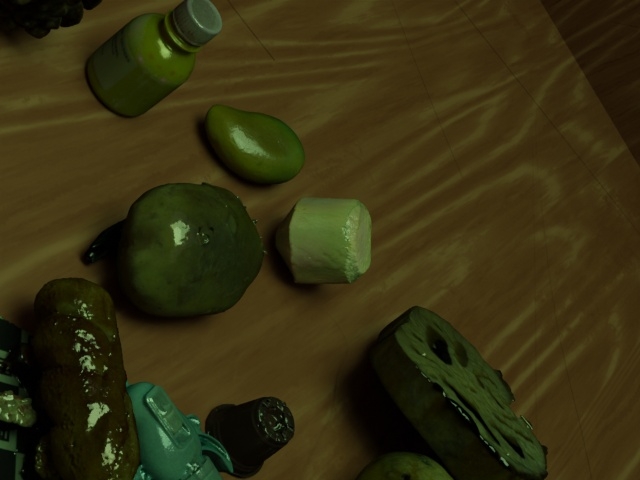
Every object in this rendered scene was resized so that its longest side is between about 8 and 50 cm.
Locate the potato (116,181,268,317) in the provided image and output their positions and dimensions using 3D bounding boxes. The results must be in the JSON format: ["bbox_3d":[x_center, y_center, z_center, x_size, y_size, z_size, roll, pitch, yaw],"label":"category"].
[{"bbox_3d":[-0.174,0.012,1.743,0.296,0.141,0.191,-5,92,-63],"label":"potato"}]

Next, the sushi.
[{"bbox_3d":[-0.357,0.218,1.453,0.192,0.043,0.279,38,40,-28],"label":"sushi"}]

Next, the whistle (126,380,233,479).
[{"bbox_3d":[-0.188,0.287,1.577,0.274,0.093,0.186,57,34,-9],"label":"whistle"}]

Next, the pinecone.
[{"bbox_3d":[-0.398,-0.419,1.728,0.224,0.224,0.272,40,35,-26],"label":"pinecone"}]

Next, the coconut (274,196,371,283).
[{"bbox_3d":[0.000,0.000,1.975,0.147,0.153,0.147,-1,90,-73],"label":"coconut"}]

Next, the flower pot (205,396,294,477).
[{"bbox_3d":[-0.091,0.267,1.708,0.111,0.089,0.111,31,43,-35],"label":"flower pot"}]

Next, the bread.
[{"bbox_3d":[-0.274,0.194,1.466,0.124,0.084,0.344,12,50,-39],"label":"bread"}]

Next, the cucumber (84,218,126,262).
[{"bbox_3d":[-0.289,-0.006,1.715,0.034,0.033,0.135,28,29,20],"label":"cucumber"}]

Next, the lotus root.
[{"bbox_3d":[0.218,0.262,1.974,0.375,0.111,0.390,41,16,-36],"label":"lotus root"}]

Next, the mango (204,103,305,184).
[{"bbox_3d":[-0.109,-0.152,2.014,0.191,0.085,0.122,9,68,-37],"label":"mango"}]

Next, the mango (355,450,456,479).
[{"bbox_3d":[0.147,0.411,1.851,0.329,0.176,0.176,21,71,-68],"label":"mango"}]

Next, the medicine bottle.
[{"bbox_3d":[-0.240,-0.284,1.824,0.122,0.212,0.122,31,43,-35],"label":"medicine bottle"}]
